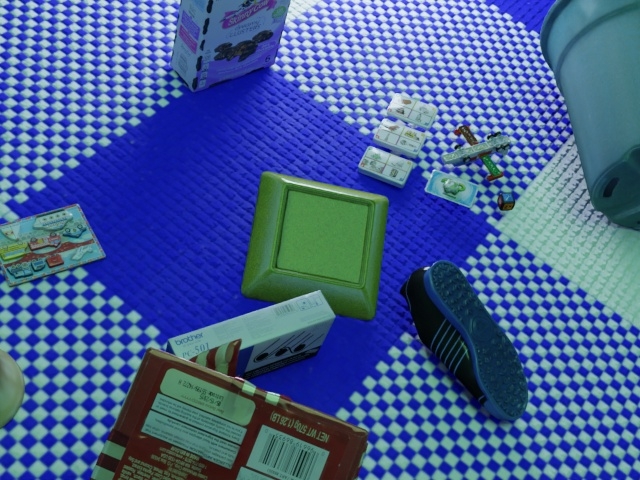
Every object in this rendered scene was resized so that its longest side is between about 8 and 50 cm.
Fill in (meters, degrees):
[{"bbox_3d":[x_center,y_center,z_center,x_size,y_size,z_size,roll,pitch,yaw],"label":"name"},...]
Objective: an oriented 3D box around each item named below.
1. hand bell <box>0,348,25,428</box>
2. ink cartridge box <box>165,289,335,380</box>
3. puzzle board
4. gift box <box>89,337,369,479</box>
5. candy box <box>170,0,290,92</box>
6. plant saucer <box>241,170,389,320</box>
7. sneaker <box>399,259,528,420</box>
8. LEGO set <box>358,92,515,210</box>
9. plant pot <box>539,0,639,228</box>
[{"bbox_3d":[-0.376,0.100,0.955,0.126,0.242,0.126,9,51,-11],"label":"hand bell"},{"bbox_3d":[-0.089,0.131,1.115,0.207,0.097,0.046,-16,60,-28],"label":"ink cartridge box"},{"bbox_3d":[-0.358,0.003,1.186,0.128,0.011,0.096,-18,61,-29],"label":"puzzle board"},{"bbox_3d":[-0.087,0.240,0.910,0.255,0.258,0.276,26,76,0],"label":"gift box"},{"bbox_3d":[-0.135,-0.341,1.403,0.165,0.196,0.070,-26,65,-31],"label":"candy box"},{"bbox_3d":[0.000,0.000,1.242,0.188,0.045,0.188,11,70,-9],"label":"plant saucer"},{"bbox_3d":[0.189,0.138,1.218,0.081,0.090,0.232,-25,85,-33],"label":"sneaker"},{"bbox_3d":[0.201,-0.123,1.452,0.244,0.060,0.182,21,55,8],"label":"LEGO set"},{"bbox_3d":[0.543,-0.219,1.457,0.341,0.341,0.334,8,59,-12],"label":"plant pot"}]
